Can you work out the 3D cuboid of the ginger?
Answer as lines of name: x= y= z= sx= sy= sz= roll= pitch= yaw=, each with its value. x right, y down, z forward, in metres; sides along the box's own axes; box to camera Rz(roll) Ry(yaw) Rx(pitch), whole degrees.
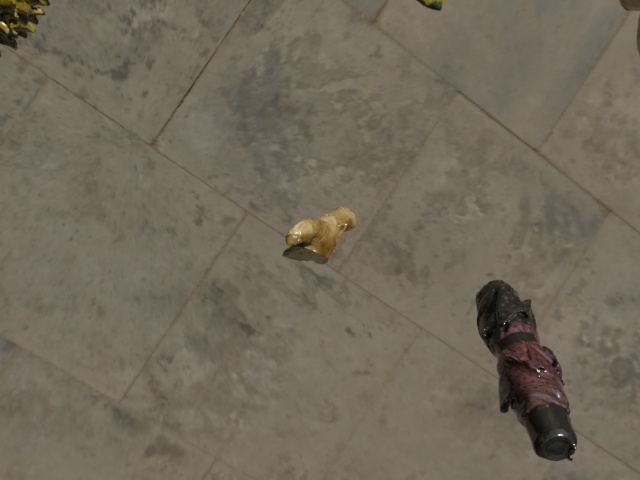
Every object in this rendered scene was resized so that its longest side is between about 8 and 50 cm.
ginger: x=0.000 y=0.001 z=0.623 sx=0.030 sy=0.097 sz=0.048 roll=37 pitch=116 yaw=18

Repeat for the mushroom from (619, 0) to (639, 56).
mushroom: x=0.463 y=-0.304 z=0.969 sx=0.204 sy=0.204 sz=0.204 roll=-2 pitch=98 yaw=-13

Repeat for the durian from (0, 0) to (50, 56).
durian: x=-0.331 y=-0.263 z=0.648 sx=0.258 sy=0.258 sz=0.293 roll=3 pitch=125 yaw=-14

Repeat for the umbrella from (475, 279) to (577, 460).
umbrella: x=0.276 y=0.170 z=1.064 sx=0.090 sy=0.326 sz=0.094 roll=3 pitch=124 yaw=-5

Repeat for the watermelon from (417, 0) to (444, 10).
watermelon: x=0.133 y=-0.408 z=0.819 sx=0.123 sy=0.129 sz=0.301 roll=-4 pitch=122 yaw=-23
